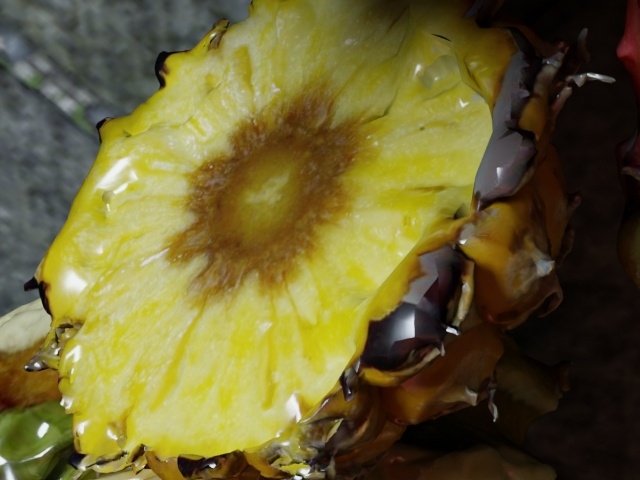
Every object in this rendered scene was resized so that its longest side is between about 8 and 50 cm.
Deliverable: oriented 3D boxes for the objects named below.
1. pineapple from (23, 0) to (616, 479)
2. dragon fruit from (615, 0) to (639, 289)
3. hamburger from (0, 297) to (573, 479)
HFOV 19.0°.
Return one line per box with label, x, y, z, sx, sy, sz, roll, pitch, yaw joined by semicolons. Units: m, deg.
pineapple;0.000;0.000;0.615;0.225;0.225;0.076;-28;133;29
dragon fruit;0.147;-0.050;0.574;0.150;0.133;0.207;39;137;35
hamburger;-0.081;0.122;0.745;0.209;0.162;0.330;34;130;-16
